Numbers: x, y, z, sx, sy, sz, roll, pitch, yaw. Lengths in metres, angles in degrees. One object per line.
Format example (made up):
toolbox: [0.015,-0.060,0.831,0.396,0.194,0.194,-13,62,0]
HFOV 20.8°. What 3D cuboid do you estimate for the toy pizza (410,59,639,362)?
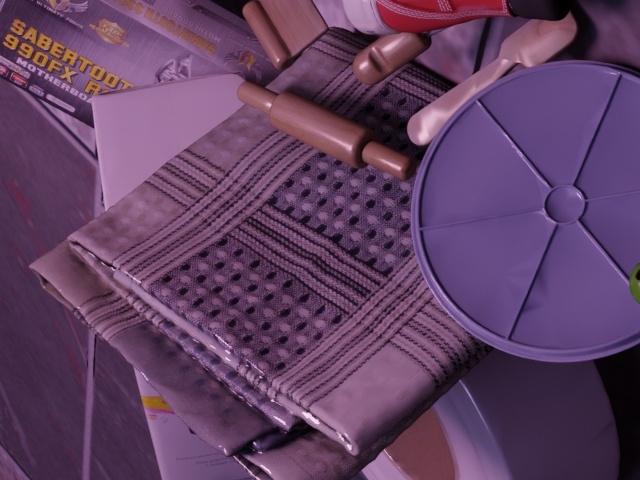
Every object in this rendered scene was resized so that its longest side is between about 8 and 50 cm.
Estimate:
toy pizza: [0.158,-0.019,1.116,0.201,0.201,0.032,47,180,23]

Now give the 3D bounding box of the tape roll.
tape roll: [0.094,0.108,1.320,0.286,0.100,0.286,48,156,29]

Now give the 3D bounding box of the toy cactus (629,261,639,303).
toy cactus: [0.279,0.011,0.990,0.112,0.219,0.180,90,-178,-61]

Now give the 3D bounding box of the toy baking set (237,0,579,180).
toy baking set: [0.046,-0.144,1.207,0.256,0.030,0.196,33,103,33]

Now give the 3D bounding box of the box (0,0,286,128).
box: [-0.157,-0.153,1.459,0.231,0.056,0.183,29,150,-10]

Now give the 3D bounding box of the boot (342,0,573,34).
boot: [0.096,-0.258,1.111,0.176,0.088,0.244,-1,100,32]

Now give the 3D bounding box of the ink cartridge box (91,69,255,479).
ink cartridge box: [-0.096,0.044,1.428,0.306,0.131,0.226,84,174,-56]

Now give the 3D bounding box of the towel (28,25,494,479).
towel: [0.000,0.000,1.205,0.312,0.324,0.056,37,158,34]
